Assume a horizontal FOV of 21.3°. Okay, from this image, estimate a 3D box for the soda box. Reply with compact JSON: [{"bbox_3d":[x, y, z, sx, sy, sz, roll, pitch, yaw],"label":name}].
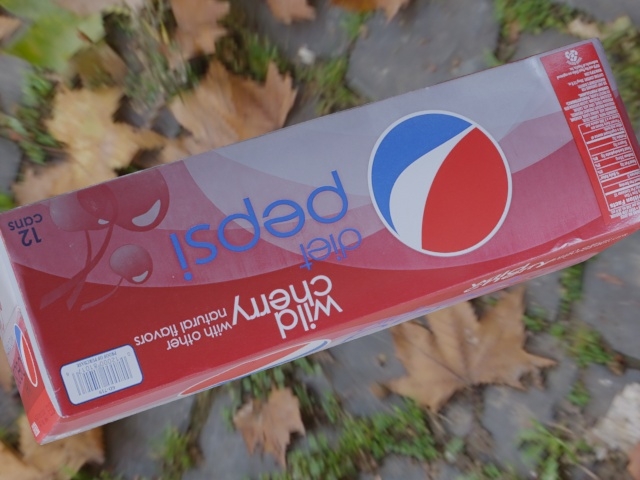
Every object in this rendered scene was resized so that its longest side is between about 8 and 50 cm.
[{"bbox_3d":[0.000,0.000,0.694,0.263,0.092,0.083,-17,82,-18],"label":"soda box"}]
